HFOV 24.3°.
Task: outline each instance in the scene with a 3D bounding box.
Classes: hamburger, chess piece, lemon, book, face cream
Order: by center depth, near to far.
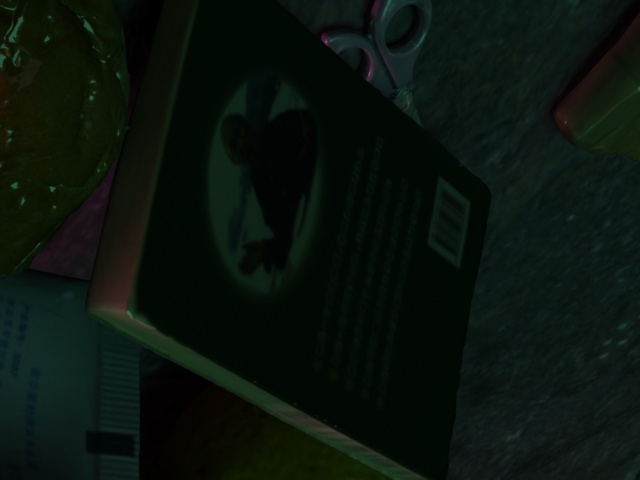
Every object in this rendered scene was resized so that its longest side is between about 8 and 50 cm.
[{"bbox_3d":[-0.225,-0.097,0.826,0.309,0.132,0.211,23,111,-47],"label":"hamburger"},{"bbox_3d":[-0.284,0.072,0.846,0.420,0.235,0.137,18,138,-31],"label":"face cream"},{"bbox_3d":[0.000,0.000,1.034,0.371,0.043,0.260,36,58,-45],"label":"book"},{"bbox_3d":[-0.031,0.214,1.189,0.253,0.228,0.228,-38,141,-20],"label":"lemon"},{"bbox_3d":[0.332,-0.180,1.252,0.301,0.137,0.137,-43,143,19],"label":"chess piece"}]

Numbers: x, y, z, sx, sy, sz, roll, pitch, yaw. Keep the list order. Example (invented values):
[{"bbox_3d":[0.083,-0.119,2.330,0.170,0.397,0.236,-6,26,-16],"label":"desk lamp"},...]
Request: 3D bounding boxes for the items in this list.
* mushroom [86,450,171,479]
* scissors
[{"bbox_3d":[-0.237,0.264,1.019,0.345,0.260,0.345,-4,136,-4],"label":"mushroom"},{"bbox_3d":[0.061,-0.106,1.147,0.110,0.021,0.212,-37,140,-5],"label":"scissors"}]
